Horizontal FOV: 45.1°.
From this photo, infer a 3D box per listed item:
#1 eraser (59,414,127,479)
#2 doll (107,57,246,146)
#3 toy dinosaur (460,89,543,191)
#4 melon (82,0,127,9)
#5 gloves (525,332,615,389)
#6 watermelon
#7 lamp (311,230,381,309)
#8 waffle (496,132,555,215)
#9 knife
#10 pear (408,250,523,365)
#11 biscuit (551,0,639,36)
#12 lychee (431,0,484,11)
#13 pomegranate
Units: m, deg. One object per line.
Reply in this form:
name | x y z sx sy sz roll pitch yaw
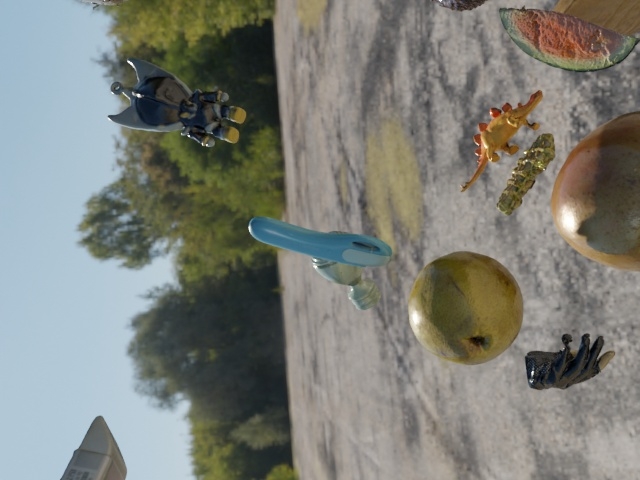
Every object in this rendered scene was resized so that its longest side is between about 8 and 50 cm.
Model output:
eraser | -0.334 0.400 1.007 0.089 0.061 0.351 84 -161 -46
doll | -0.326 -0.306 1.737 0.103 0.317 0.145 -49 -25 -64
toy dinosaur | 0.406 -0.241 1.784 0.288 0.071 0.117 -52 39 28
melon | -0.419 -0.596 1.440 0.223 0.223 0.316 -107 16 -72
gloves | 0.533 0.265 1.636 0.129 0.181 0.106 55 -147 -52
watermelon | 0.437 -0.360 1.363 0.063 0.245 0.119 -59 -24 -19
lamp | 0.057 0.061 1.605 0.193 0.106 0.106 53 -168 -27
waffle | 0.462 -0.147 1.718 0.194 0.051 0.149 -57 6 42
knife | 0.000 0.000 1.169 0.064 0.222 0.031 99 -175 -46
pear | 0.266 0.128 1.400 0.209 0.209 0.208 176 90 -86
biscuit | 0.685 -0.550 1.800 0.057 0.352 0.312 61 152 25
lychee | 0.282 -0.548 1.524 0.194 0.195 0.194 176 90 -86
pomegranate | 0.576 -0.079 1.381 0.319 0.320 0.318 176 90 -86
